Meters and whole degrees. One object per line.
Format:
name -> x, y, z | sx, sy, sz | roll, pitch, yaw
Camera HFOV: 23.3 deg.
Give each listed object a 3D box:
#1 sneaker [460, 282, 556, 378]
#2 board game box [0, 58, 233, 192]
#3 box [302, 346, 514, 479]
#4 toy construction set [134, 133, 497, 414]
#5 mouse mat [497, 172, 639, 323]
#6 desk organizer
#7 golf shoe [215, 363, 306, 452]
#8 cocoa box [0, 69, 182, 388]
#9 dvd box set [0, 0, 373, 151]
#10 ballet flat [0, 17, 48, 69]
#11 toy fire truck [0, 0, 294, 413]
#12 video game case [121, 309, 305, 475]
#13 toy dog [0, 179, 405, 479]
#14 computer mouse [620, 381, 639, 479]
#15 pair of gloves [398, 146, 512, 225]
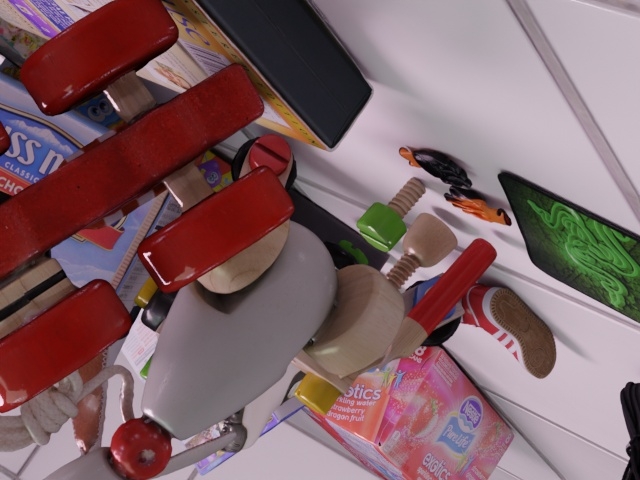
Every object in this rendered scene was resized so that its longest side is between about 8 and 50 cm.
sneaker -> 0.164, 0.078, 1.404 | 0.067, 0.042, 0.118 | 15, 151, 50
board game box -> -0.226, -0.074, 1.628 | 0.275, 0.142, 0.144 | 34, 171, 2
box -> 0.105, 0.215, 1.909 | 0.154, 0.142, 0.300 | 27, 167, 34
toy construction set -> -0.016, 0.069, 1.318 | 0.257, 0.237, 0.309 | 48, 162, -20
mouse mat -> 0.206, 0.019, 1.126 | 0.152, 0.007, 0.190 | 29, 167, 26
desk organizer -> 0.000, 0.000, 1.542 | 0.130, 0.047, 0.050 | 34, 172, -1
golf shoe -> -0.030, 0.126, 1.688 | 0.120, 0.273, 0.105 | 26, 140, -3
cocoa box -> -0.315, -0.039, 1.433 | 0.347, 0.228, 0.231 | 28, 180, 1
dvd box set -> -0.188, -0.220, 1.098 | 0.420, 0.062, 0.307 | 24, 165, 43
ballet flat -> -0.294, -0.214, 1.387 | 0.241, 0.077, 0.091 | 35, 180, -30
toy fire truck -> -0.173, -0.015, 1.012 | 0.169, 0.302, 0.254 | 56, 163, -4
video game case -> -0.143, 0.138, 1.872 | 0.244, 0.061, 0.269 | 58, 148, 6
toy dog -> -0.106, 0.084, 1.166 | 0.220, 0.333, 0.161 | 65, 175, -25
computer mouse -> 0.352, 0.237, 1.303 | 0.262, 0.184, 0.060 | 42, 123, -15
pair of gloves -> 0.102, -0.041, 1.159 | 0.083, 0.010, 0.074 | 44, 168, -32
